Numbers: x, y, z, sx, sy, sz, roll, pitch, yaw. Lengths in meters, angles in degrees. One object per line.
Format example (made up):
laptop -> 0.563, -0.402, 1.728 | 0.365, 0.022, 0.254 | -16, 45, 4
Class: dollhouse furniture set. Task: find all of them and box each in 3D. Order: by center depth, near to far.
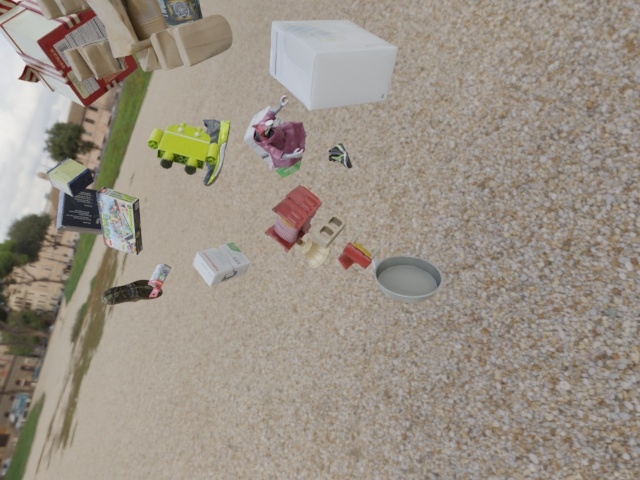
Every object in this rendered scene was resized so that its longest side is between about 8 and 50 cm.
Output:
dollhouse furniture set -> -0.381, -0.566, 0.843 | 0.362, 0.394, 0.256 | 7, 40, 30
dollhouse furniture set -> 0.000, 0.000, 1.460 | 0.152, 0.374, 0.201 | -47, -8, -28

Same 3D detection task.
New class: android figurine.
android figurine -> -0.504, -0.353, 1.539 | 0.272, 0.248, 0.056 | -91, 20, -44

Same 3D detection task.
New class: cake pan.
cake pan -> 0.375, 0.166, 1.771 | 0.293, 0.293, 0.054 | -121, 24, -54

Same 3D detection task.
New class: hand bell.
hand bell -> -0.091, 0.005, 1.690 | 0.126, 0.242, 0.126 | -39, 31, 29

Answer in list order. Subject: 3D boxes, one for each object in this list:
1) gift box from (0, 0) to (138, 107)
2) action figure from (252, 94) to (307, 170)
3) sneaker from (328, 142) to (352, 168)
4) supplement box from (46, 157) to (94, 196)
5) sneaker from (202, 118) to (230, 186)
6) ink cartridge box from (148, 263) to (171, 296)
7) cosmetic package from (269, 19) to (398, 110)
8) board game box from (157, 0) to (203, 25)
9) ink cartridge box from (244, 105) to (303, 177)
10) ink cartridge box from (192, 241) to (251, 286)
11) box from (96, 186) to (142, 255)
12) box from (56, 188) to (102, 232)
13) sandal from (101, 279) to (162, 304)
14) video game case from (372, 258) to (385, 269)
gift box -> -0.759, -0.571, 1.202 | 0.258, 0.255, 0.276 | 29, 61, 24
action figure -> -0.205, -0.455, 1.789 | 0.276, 0.370, 0.247 | -9, 88, 25
sneaker -> 0.093, -0.410, 2.075 | 0.097, 0.084, 0.234 | -23, 33, 4
supplement box -> -0.751, -0.190, 1.239 | 0.083, 0.083, 0.056 | -59, -8, -38
sneaker -> -0.468, -0.376, 1.753 | 0.111, 0.121, 0.299 | 155, 125, -73
ink cartridge box -> -0.566, 0.138, 1.430 | 0.063, 0.029, 0.115 | -10, 52, 45
cosmetic package -> 0.025, -0.437, 1.010 | 0.224, 0.224, 0.138 | 52, 147, 36
board game box -> -0.512, -0.832, 1.468 | 0.126, 0.186, 0.026 | 91, -161, -45
ink cartridge box -> -0.224, -0.495, 2.082 | 0.122, 0.289, 0.211 | -20, 44, 34
ink cartridge box -> -0.462, 0.108, 1.931 | 0.154, 0.212, 0.093 | 46, 124, 20
box -> -0.606, -0.054, 1.251 | 0.036, 0.114, 0.206 | -70, -3, -50
box -> -0.891, -0.112, 1.552 | 0.093, 0.156, 0.158 | -13, 74, 46
sandal -> -0.728, 0.211, 1.597 | 0.060, 0.219, 0.090 | -47, 65, 42
video game case -> 0.303, 0.126, 1.925 | 0.011, 0.122, 0.087 | -53, 44, 49
